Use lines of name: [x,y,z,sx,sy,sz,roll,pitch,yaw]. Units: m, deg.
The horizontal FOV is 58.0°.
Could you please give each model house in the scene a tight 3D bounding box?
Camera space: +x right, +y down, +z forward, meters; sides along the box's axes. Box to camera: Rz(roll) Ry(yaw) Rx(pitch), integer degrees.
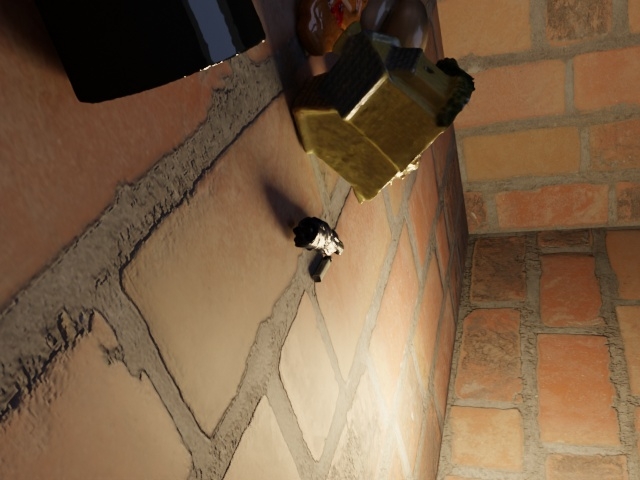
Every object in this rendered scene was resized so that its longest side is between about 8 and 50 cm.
model house: [0.111,-0.289,1.180,0.266,0.321,0.261,35,42,-11]

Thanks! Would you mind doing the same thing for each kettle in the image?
kettle: [-0.186,-0.324,0.559,0.262,0.203,0.307,-59,137,-52]

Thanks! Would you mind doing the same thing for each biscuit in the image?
biscuit: [0.044,-0.543,1.254,0.333,0.047,0.202,-64,145,-21]

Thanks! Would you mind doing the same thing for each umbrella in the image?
umbrella: [0.005,-0.006,1.190,0.248,0.071,0.070,15,73,-72]

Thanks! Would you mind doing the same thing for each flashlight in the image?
flashlight: [0.005,0.060,1.229,0.083,0.019,0.018,-59,140,-55]

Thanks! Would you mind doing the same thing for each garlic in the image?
garlic: [0.136,-0.515,1.492,0.246,0.232,0.339,-159,-98,-68]

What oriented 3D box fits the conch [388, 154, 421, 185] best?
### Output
conch: [0.186,-0.276,1.450,0.263,0.186,0.324,-56,149,1]
